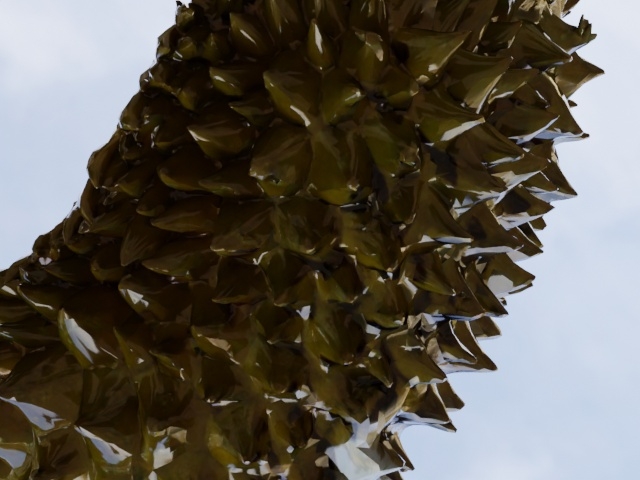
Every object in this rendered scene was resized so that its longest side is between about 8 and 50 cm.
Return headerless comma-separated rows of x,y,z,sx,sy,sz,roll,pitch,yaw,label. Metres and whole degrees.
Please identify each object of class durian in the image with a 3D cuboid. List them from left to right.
0.000,0.006,0.536,0.183,0.250,0.138,16,-152,-36,durian

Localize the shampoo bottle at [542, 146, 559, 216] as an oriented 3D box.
0.020,-0.071,1.037,0.076,0.314,0.118,-49,-58,-7,shampoo bottle
